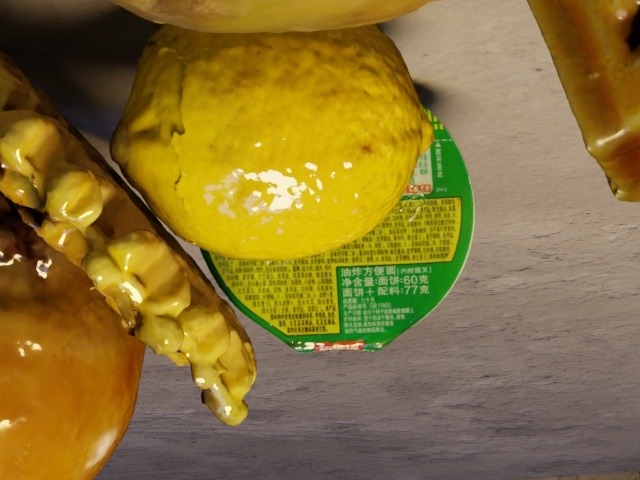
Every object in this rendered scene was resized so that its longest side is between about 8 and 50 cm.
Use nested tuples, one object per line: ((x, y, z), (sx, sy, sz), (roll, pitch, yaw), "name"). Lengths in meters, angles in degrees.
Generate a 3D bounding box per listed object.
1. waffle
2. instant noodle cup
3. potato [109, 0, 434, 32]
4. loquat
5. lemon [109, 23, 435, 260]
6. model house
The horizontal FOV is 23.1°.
((-0.145, -0.010, 1.046), (0.062, 0.329, 0.329), (-42, 158, -3), "waffle")
((0.000, 0.000, 1.225), (0.207, 0.207, 0.233), (2, 169, -5), "instant noodle cup")
((-0.041, -0.169, 0.554), (0.246, 0.196, 0.299), (20, 178, -20), "potato")
((-0.296, 0.081, 1.249), (0.328, 0.329, 0.328), (0, 162, 0), "loquat")
((-0.030, -0.074, 1.008), (0.193, 0.181, 0.180), (-16, 159, 11), "lemon")
((0.226, -0.076, 0.945), (0.173, 0.268, 0.239), (-14, 170, -25), "model house")
